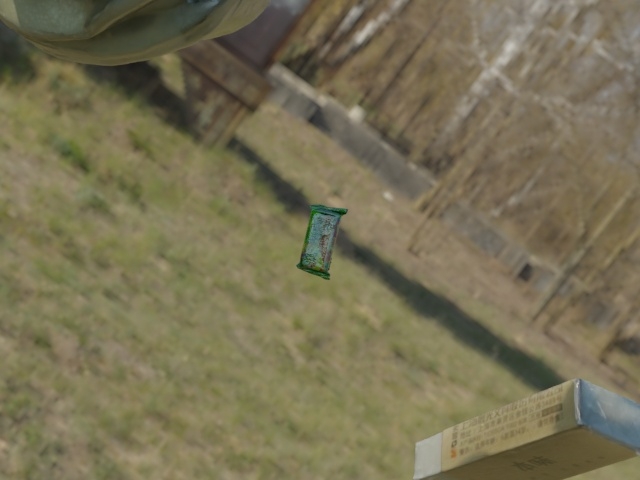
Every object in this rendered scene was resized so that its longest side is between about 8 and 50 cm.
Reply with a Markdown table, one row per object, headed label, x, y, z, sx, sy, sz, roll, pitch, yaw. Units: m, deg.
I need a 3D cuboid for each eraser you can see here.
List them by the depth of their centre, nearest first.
| label | x | y | z | sx | sy | sz | roll | pitch | yaw |
| --- | --- | --- | --- | --- | --- | --- | --- | --- | --- |
| eraser | 0.296 | 0.298 | 2.006 | 0.144 | 0.343 | 0.078 | 24 | 54 | -30 |

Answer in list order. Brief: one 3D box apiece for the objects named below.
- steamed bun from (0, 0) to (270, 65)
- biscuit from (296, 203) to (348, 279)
| label | x | y | z | sx | sy | sz | roll | pitch | yaw |
| --- | --- | --- | --- | --- | --- | --- | --- | --- | --- |
| steamed bun | -0.193 | -0.336 | 1.304 | 0.342 | 0.368 | 0.255 | 5 | 29 | -1 |
| biscuit | 0.000 | 0.000 | 1.658 | 0.046 | 0.089 | 0.016 | 13 | -4 | 11 |
